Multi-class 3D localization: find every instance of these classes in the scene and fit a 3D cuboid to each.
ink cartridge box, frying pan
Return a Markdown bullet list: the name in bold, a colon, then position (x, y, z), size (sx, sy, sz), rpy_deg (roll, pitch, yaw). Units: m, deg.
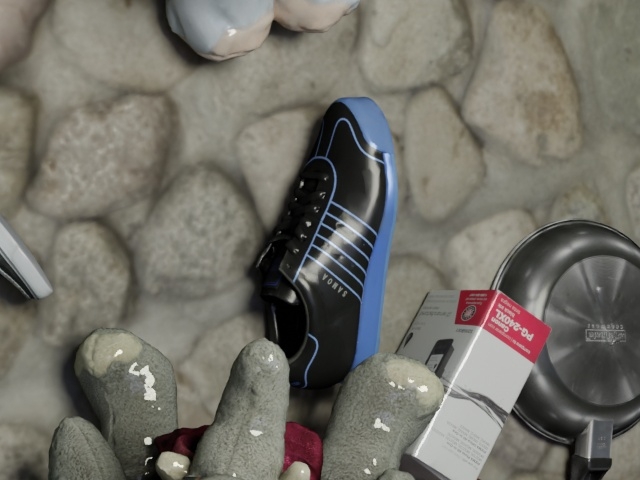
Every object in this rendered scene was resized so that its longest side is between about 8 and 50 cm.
- **ink cartridge box**: position (0.101, 0.118, 1.242), size (0.063, 0.109, 0.150), rpy_deg (36, 73, -21)
- **frying pan**: position (0.209, 0.136, 1.333), size (0.197, 0.053, 0.326), rpy_deg (27, 73, -22)

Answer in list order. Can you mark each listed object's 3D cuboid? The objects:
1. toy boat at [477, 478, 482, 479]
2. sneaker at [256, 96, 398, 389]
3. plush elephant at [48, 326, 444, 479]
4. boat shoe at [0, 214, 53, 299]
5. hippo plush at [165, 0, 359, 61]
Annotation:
- **toy boat**: position (0.149, 0.301, 1.235), size (0.151, 0.151, 0.231), rpy_deg (-45, 106, -20)
- **sneaker**: position (0.000, 0.000, 1.214), size (0.090, 0.081, 0.232), rpy_deg (4, 87, -32)
- **plush elephant**: position (-0.060, 0.179, 1.017), size (0.272, 0.255, 0.330), rpy_deg (12, 67, -1)
- **boat shoe**: position (-0.248, -0.008, 1.118), size (0.040, 0.049, 0.142), rpy_deg (-39, 103, -2)
- **hippo plush**: position (-0.016, -0.282, 1.132), size (0.234, 0.236, 0.294), rpy_deg (18, 80, -24)
